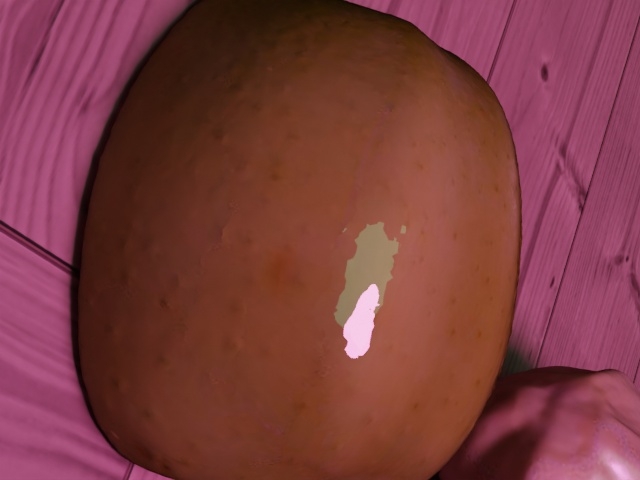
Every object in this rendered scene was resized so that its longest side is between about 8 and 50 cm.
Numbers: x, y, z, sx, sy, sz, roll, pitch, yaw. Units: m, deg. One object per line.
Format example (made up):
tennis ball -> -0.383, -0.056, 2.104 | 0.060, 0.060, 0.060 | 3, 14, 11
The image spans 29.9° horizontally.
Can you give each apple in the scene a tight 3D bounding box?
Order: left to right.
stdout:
apple -> 0.000, 0.000, 0.850 | 0.320, 0.311, 0.360 | 153, -51, -81

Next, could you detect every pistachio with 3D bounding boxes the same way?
pistachio -> 0.217, 0.220, 1.074 | 0.226, 0.207, 0.332 | -66, 158, -6
